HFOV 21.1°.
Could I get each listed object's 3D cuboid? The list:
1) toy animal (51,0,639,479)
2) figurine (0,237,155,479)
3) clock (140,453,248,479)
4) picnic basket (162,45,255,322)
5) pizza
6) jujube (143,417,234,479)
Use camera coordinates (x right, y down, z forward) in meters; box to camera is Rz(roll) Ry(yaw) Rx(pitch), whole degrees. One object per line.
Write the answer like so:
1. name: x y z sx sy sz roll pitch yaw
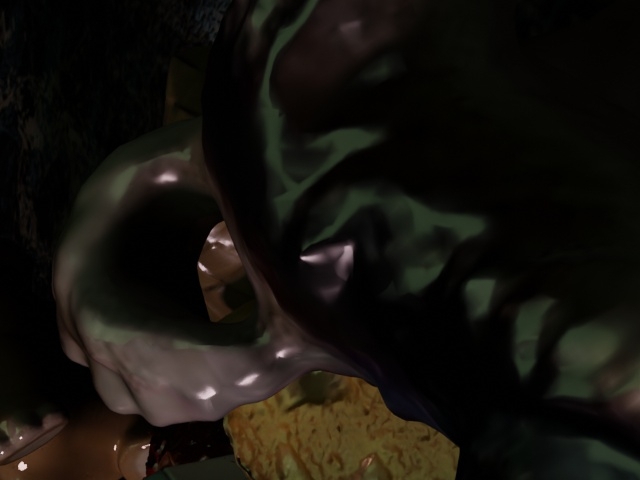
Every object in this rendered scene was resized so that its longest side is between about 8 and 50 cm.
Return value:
1. toy animal: 0.055 0.053 0.477 0.302 0.194 0.344 -31 55 26
2. figurine: -0.193 0.118 1.062 0.173 0.177 0.247 -59 43 14
3. clock: 0.019 0.240 0.681 0.231 0.116 0.262 41 142 51
4. picnic basket: 0.000 0.000 0.742 0.178 0.137 0.128 84 178 -56
5. pizza: 0.058 0.077 0.619 0.246 0.058 0.127 14 95 34
6. jujube: -0.041 0.116 0.848 0.166 0.104 0.104 21 108 62
